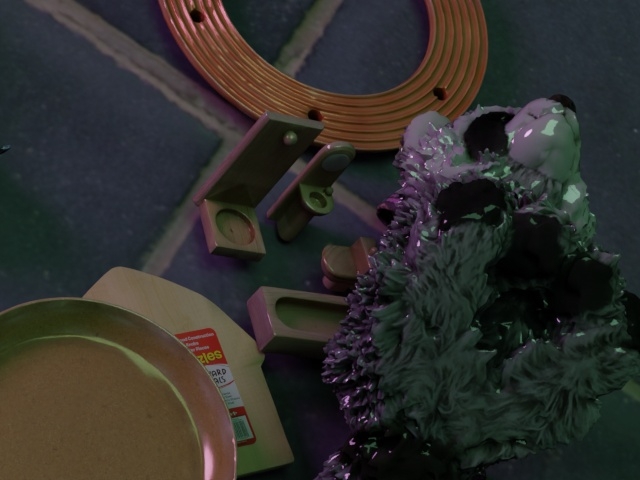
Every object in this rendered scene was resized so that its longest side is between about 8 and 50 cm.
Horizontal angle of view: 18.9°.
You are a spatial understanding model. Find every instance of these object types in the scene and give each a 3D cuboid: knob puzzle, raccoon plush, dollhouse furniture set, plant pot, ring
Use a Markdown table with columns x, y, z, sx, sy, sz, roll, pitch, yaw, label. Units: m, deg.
| x | y | z | sx | sy | sz | roll | pitch | yaw | label |
| --- | --- | --- | --- | --- | --- | --- | --- | --- | --- |
| -0.133 | 0.111 | 1.521 | 0.213 | 0.030 | 0.213 | 12 | 57 | -19 | knob puzzle |
| 0.058 | 0.068 | 1.524 | 0.216 | 0.446 | 0.299 | 49 | 5 | -19 | raccoon plush |
| 0.000 | 0.000 | 1.578 | 0.144 | 0.123 | 0.151 | 9 | 50 | -34 | dollhouse furniture set |
| -0.178 | 0.154 | 1.434 | 0.236 | 0.032 | 0.236 | 12 | 57 | -19 | plant pot |
| 0.001 | -0.221 | 1.792 | 0.337 | 0.032 | 0.336 | 12 | 57 | -19 | ring |

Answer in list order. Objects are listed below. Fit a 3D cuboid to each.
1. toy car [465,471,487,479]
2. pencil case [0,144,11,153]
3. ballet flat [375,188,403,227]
| x | y | z | sx | sy | sz | roll | pitch | yaw | label |
| --- | --- | --- | --- | --- | --- | --- | --- | --- | --- |
| 0.084 | 0.208 | 1.574 | 0.122 | 0.060 | 0.040 | -12 | 110 | -14 | toy car |
| -0.353 | -0.134 | 1.525 | 0.236 | 0.104 | 0.104 | 48 | 52 | 9 | pencil case |
| 0.112 | 0.048 | 1.660 | 0.079 | 0.077 | 0.221 | -21 | 66 | -15 | ballet flat |
